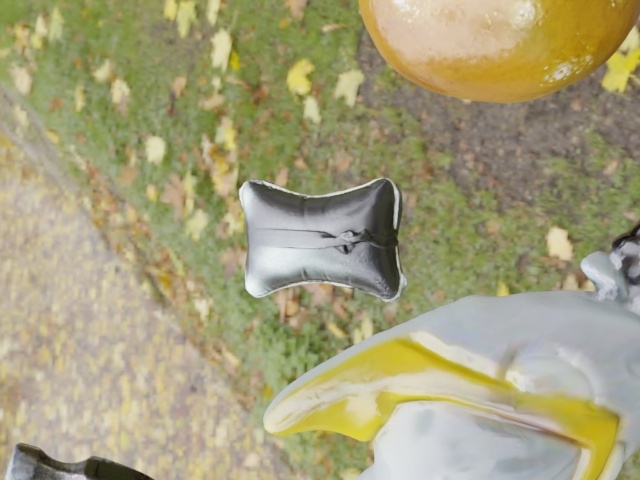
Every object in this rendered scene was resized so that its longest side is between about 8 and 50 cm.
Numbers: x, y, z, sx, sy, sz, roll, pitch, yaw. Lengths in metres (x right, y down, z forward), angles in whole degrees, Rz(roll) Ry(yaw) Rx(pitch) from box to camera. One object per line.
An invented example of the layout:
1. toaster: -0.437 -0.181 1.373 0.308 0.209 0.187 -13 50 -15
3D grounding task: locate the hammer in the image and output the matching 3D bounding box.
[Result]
1. hammer: -0.178 0.268 0.735 0.037 0.137 0.290 -92 23 -62

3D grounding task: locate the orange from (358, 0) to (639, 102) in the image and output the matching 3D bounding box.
1. orange: 0.096 -0.147 0.577 0.156 0.156 0.124 50 150 46

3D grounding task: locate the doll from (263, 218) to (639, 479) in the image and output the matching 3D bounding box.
1. doll: 0.129 0.076 0.555 0.316 0.145 0.103 -33 50 0

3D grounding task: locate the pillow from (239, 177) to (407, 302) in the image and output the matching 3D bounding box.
1. pillow: 0.001 -0.001 0.821 0.135 0.055 0.091 0 124 24
